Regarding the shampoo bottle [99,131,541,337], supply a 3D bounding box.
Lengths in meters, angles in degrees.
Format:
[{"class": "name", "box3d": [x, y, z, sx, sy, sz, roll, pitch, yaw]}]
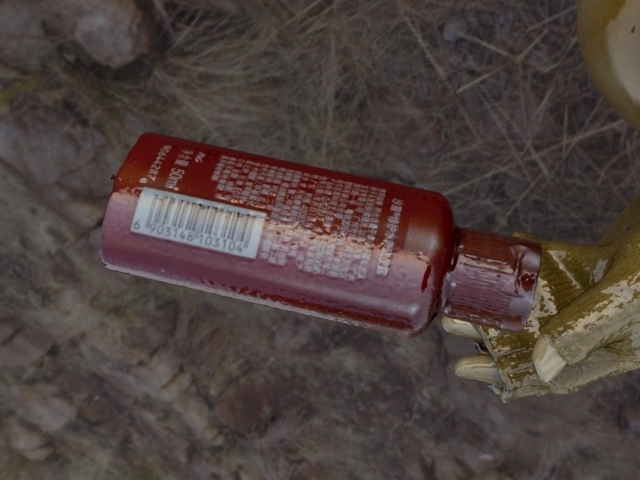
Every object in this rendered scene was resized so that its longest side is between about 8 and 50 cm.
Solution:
[{"class": "shampoo bottle", "box3d": [0.000, 0.000, 0.591, 0.314, 0.118, 0.076, 12, 149, 5]}]

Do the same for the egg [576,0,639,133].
[{"class": "egg", "box3d": [0.407, -0.200, 0.687, 0.351, 0.282, 0.282, 6, 136, 22]}]

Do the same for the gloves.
[{"class": "gloves", "box3d": [0.303, 0.060, 0.854, 0.356, 0.203, 0.155, -27, 113, 7]}]
